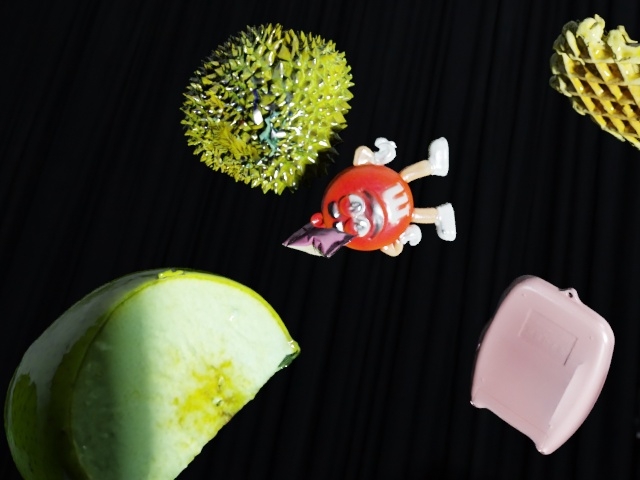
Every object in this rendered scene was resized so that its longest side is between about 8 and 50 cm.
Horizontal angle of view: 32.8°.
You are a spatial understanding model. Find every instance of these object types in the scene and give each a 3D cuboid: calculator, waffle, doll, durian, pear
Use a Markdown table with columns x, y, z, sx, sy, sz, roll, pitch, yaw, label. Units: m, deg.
| x | y | z | sx | sy | sz | roll | pitch | yaw | label |
| --- | --- | --- | --- | --- | --- | --- | --- | --- | --- |
| 0.356 | 0.204 | 1.794 | 0.220 | 0.048 | 0.330 | 34 | 131 | 24 | calculator |
| 0.450 | -0.216 | 1.614 | 0.261 | 0.056 | 0.250 | 35 | 165 | 15 | waffle |
| 0.091 | -0.062 | 1.621 | 0.217 | 0.183 | 0.085 | -9 | -168 | -8 | doll |
| -0.076 | -0.202 | 1.717 | 0.291 | 0.225 | 0.291 | 0 | 117 | -1 | durian |
| -0.248 | 0.179 | 1.313 | 0.318 | 0.342 | 0.238 | -22 | 107 | 50 | pear |

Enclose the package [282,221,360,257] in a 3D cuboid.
| x | y | z | sx | sy | sz | roll | pitch | yaw | label |
| --- | --- | --- | --- | --- | --- | --- | --- | --- | --- |
| 0.000 | 0.000 | 1.343 | 0.083 | 0.059 | 0.029 | 16 | 130 | 40 | package |
